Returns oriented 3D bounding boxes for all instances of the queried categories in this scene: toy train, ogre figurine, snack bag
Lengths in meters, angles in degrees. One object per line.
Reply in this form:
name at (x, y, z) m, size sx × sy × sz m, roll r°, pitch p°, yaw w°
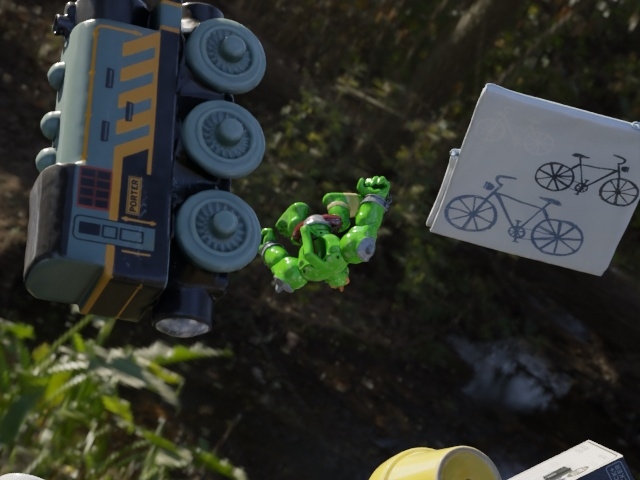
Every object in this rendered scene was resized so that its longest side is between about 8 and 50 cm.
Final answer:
toy train at (-0.156, -0.079, 0.986) m, size 0.190 × 0.142 × 0.334 m, roll 11°, pitch 65°, yaw -23°
ogre figurine at (0.000, 0.000, 1.397) m, size 0.197 × 0.097 × 0.118 m, roll -9°, pitch 46°, yaw 7°
snack bag at (0.367, -0.098, 1.822) m, size 0.323 × 0.343 × 0.037 m, roll 15°, pitch 45°, yaw 1°

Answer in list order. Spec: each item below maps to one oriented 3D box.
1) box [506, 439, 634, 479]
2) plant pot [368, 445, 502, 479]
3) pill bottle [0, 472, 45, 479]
box at (0.217, 0.338, 1.266) m, size 0.169 × 0.290 × 0.087 m, roll 90°, pitch -25°, yaw -85°
plant pot at (0.253, 0.545, 2.315) m, size 0.254 × 0.239 × 0.254 m, roll 13°, pitch 58°, yaw -23°
pill bottle at (-0.467, 0.500, 1.566) m, size 0.176 × 0.176 × 0.319 m, roll 25°, pitch 45°, yaw -8°
